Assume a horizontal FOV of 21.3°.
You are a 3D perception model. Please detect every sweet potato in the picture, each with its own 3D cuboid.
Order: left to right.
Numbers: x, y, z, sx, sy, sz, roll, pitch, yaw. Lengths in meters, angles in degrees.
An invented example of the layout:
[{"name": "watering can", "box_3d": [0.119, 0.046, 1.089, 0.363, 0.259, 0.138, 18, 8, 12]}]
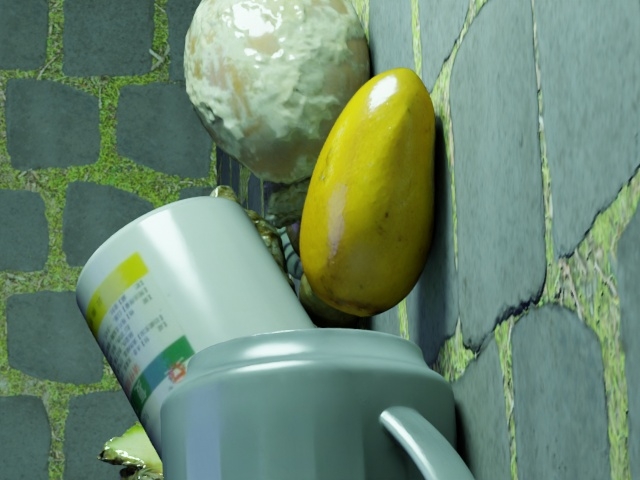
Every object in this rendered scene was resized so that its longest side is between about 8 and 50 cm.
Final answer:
[{"name": "sweet potato", "box_3d": [0.015, 0.065, 1.829, 0.269, 0.074, 0.075, 81, -174, -70]}]

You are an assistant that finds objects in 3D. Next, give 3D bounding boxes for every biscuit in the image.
[{"name": "biscuit", "box_3d": [-0.016, -0.107, 1.903, 0.239, 0.108, 0.062, -98, 9, -46]}]

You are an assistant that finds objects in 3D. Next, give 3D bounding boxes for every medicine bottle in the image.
[{"name": "medicine bottle", "box_3d": [-0.092, 0.143, 1.749, 0.340, 0.208, 0.208, 59, 158, 25]}]

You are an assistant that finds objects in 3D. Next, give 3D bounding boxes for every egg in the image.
[{"name": "egg", "box_3d": [-0.043, -0.177, 1.788, 0.203, 0.203, 0.245, 107, 155, -65]}]

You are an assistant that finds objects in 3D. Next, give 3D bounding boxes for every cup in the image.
[{"name": "cup", "box_3d": [0.020, 0.238, 1.300, 0.323, 0.237, 0.327, -25, 61, 49]}]

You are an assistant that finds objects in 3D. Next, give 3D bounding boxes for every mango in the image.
[{"name": "mango", "box_3d": [0.048, -0.043, 1.458, 0.145, 0.112, 0.219, -113, 36, -72]}]

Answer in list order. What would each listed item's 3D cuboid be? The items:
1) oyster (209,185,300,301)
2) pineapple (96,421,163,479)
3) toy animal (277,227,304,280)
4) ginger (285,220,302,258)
[{"name": "oyster", "box_3d": [-0.040, 0.133, 1.958, 0.204, 0.111, 0.396, 13, 120, 66]}, {"name": "pineapple", "box_3d": [-0.146, 0.324, 2.203, 0.344, 0.286, 0.209, -96, 10, -45]}, {"name": "toy animal", "box_3d": [-0.020, -0.025, 2.086, 0.176, 0.073, 0.217, 178, 98, -72]}, {"name": "ginger", "box_3d": [0.001, 0.005, 1.947, 0.096, 0.067, 0.165, 79, 173, -48]}]
